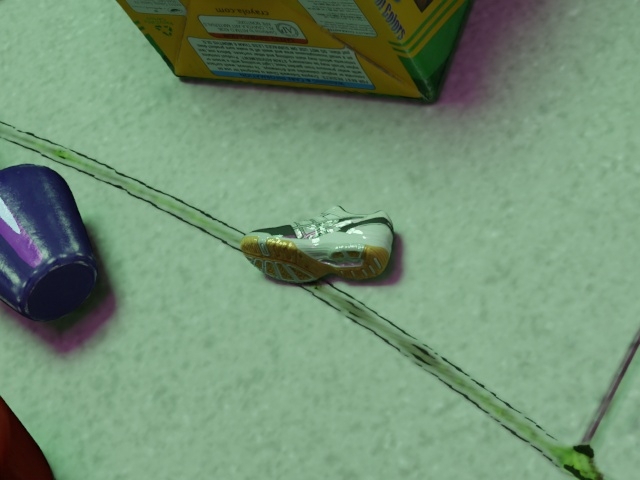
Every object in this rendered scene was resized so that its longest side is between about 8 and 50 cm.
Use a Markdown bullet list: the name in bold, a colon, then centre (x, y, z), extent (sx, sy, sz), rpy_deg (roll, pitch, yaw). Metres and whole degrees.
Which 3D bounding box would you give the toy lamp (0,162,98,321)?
- **toy lamp**: centre (-0.214, -0.060, 0.998), extent (0.080, 0.080, 0.275), rpy_deg (-39, 59, 0)

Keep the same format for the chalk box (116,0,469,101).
- **chalk box**: centre (0.003, -0.249, 0.956), extent (0.180, 0.179, 0.289), rpy_deg (9, 65, 30)

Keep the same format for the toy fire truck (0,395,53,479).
- **toy fire truck**: centre (-0.163, 0.151, 0.825), extent (0.246, 0.158, 0.217), rpy_deg (-10, 57, 6)

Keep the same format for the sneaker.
- **sneaker**: centre (0.000, 0.000, 0.903), extent (0.083, 0.032, 0.037), rpy_deg (3, 49, 21)
